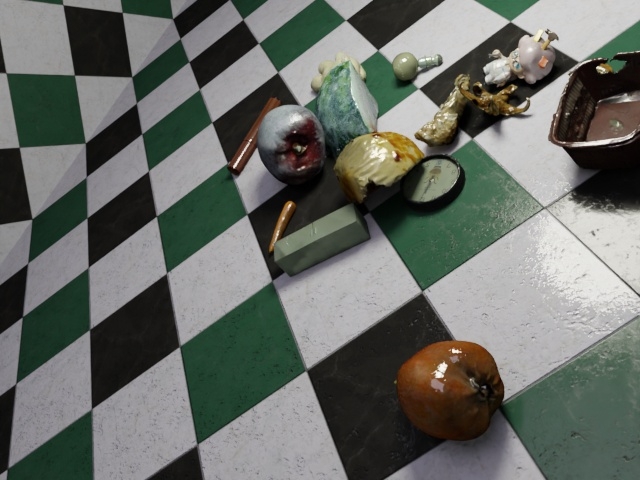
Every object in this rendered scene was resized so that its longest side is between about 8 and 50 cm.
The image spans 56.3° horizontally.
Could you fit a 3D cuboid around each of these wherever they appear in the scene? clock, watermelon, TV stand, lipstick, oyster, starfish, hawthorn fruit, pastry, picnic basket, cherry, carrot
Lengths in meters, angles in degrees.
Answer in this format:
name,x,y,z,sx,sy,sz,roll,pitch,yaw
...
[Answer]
name,x,y,z,sx,sy,sz,roll,pitch,yaw
clock,0.305,-0.163,1.647,0.184,0.040,0.185,-21,44,22
watermelon,0.097,-0.394,1.967,0.320,0.213,0.289,61,142,12
TV stand,0.000,0.000,1.707,0.269,0.088,0.083,-26,43,16
lipstick,-0.247,-0.401,2.269,0.057,0.057,0.357,6,58,41
oyster,0.370,-0.360,1.725,0.107,0.161,0.233,34,74,13
starfish,0.468,-0.390,1.643,0.189,0.074,0.146,7,41,-8
hawthorn fruit,0.238,0.294,1.210,0.251,0.199,0.199,-4,52,52
pastry,0.149,-0.226,1.684,0.236,0.170,0.256,-41,10,-6
picnic basket,0.677,-0.290,1.403,0.222,0.129,0.297,4,57,41
cherry,-0.097,-0.308,1.930,0.218,0.255,0.296,-24,24,-17
carrot,-0.123,-0.041,1.882,0.037,0.037,0.190,2,61,39

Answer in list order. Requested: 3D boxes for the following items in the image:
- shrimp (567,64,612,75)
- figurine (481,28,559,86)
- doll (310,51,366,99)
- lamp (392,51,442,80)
name,x,y,z,sx,sy,sz,roll,pitch,yaw
shrimp,0.709,-0.432,1.583,0.114,0.023,0.083,5,61,36
figurine,0.569,-0.501,1.690,0.229,0.112,0.137,-15,71,37
doll,0.063,-0.590,2.165,0.149,0.175,0.278,-12,24,-24
lamp,0.322,-0.583,1.977,0.163,0.091,0.091,-7,49,12
